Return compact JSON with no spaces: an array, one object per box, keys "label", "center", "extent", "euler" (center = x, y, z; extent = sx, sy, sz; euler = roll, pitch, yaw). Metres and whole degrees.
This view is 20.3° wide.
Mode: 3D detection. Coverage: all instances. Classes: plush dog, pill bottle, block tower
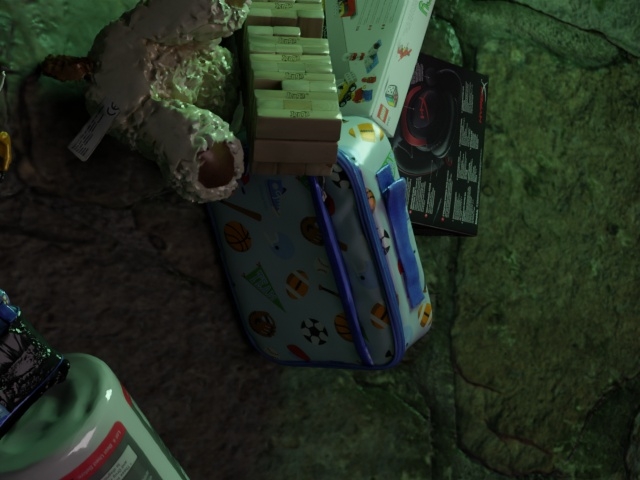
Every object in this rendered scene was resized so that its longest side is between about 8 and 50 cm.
[{"label":"plush dog","center":[-0.159,-0.161,1.913],"extent":[0.225,0.211,0.262],"euler":[20,71,-71]},{"label":"pill bottle","center":[-0.215,0.281,1.826],"extent":[0.176,0.176,0.318],"euler":[-57,131,-34]},{"label":"block tower","center":[-0.041,-0.199,1.962],"extent":[0.335,0.097,0.091],"euler":[-96,-169,-50]}]

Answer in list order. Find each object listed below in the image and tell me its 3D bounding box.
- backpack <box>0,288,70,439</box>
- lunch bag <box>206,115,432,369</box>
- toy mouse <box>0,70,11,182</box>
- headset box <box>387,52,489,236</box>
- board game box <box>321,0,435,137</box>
[{"label":"backpack","center":[-0.349,0.138,1.679],"extent":[0.173,0.158,0.117],"euler":[-51,121,-23]},{"label":"lunch bag","center":[0.000,0.000,2.040],"extent":[0.115,0.243,0.303],"euler":[-40,122,-44]},{"label":"toy mouse","center":[-0.360,-0.108,1.747],"extent":[0.143,0.031,0.161],"euler":[34,64,-48]},{"label":"headset box","center":[0.084,-0.128,2.251],"extent":[0.293,0.110,0.218],"euler":[10,83,-52]},{"label":"board game box","center":[0.037,-0.263,2.121],"extent":[0.053,0.193,0.305],"euler":[38,62,-45]}]
